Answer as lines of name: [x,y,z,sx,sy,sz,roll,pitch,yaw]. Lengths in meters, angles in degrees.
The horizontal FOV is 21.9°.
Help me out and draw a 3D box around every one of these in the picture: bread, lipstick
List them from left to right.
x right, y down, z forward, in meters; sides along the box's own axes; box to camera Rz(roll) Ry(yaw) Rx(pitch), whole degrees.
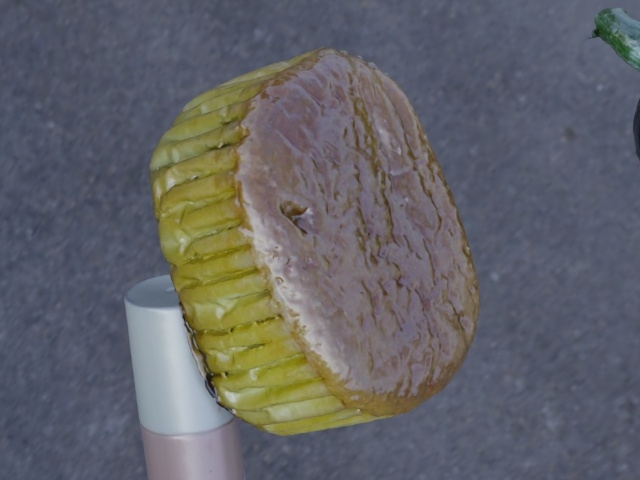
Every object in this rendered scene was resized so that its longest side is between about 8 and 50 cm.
lipstick: [-0.090,0.153,1.179,0.070,0.070,0.254,-21,114,-37]
bread: [0.000,0.000,1.137,0.227,0.142,0.253,-28,105,-48]

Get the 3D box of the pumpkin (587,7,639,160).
pumpkin: [0.367,-0.153,1.550,0.248,0.248,0.248,14,55,-21]
